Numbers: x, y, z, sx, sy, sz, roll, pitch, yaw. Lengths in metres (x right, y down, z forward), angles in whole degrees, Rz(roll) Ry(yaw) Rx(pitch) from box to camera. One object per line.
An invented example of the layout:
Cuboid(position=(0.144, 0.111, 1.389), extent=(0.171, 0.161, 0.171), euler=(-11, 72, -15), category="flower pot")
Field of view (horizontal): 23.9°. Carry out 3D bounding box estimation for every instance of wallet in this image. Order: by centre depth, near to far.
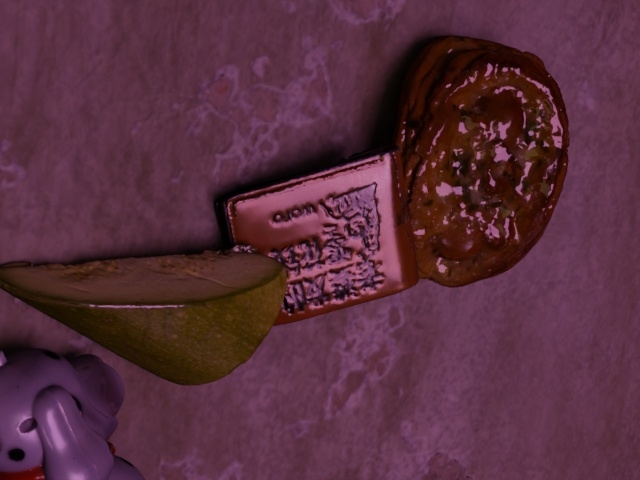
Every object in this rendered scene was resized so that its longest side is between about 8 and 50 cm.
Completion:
Cuboid(position=(0.001, 0.002, 1.542), extent=(0.195, 0.042, 0.161), euler=(-15, 117, -9), category="wallet")

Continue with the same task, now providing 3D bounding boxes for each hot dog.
Cuboid(position=(0.157, -0.078, 1.620), extent=(0.196, 0.122, 0.272), euler=(10, 100, -16), category="hot dog")

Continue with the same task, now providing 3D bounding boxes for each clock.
Cuboid(position=(-0.247, 0.210, 1.400), extent=(0.189, 0.189, 0.254), euler=(-25, 104, -29), category="clock")

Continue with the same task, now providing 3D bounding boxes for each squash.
Cuboid(position=(-0.163, 0.040, 1.411), extent=(0.169, 0.093, 0.252), euler=(-48, 131, 8), category="squash")
